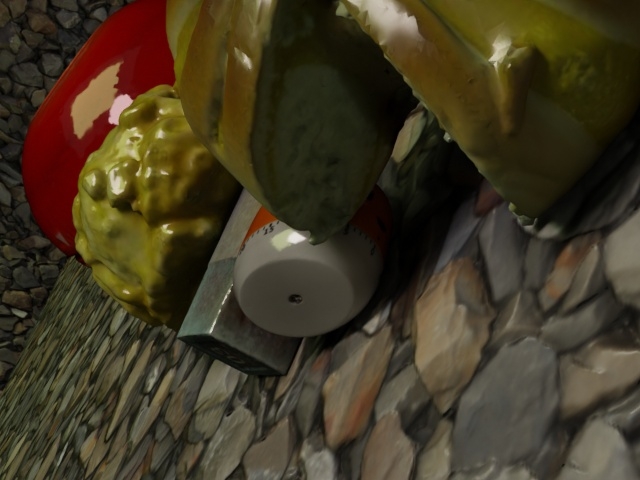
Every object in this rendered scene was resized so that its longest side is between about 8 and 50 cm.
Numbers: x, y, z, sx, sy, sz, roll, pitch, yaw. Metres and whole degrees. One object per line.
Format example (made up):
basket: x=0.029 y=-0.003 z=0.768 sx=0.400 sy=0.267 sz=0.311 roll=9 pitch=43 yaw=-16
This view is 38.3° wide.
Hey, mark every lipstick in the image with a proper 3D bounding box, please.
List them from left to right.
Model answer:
lipstick: x=-0.006 y=-0.067 z=0.800 sx=0.076 sy=0.080 sz=0.371 roll=-16 pitch=47 yaw=60

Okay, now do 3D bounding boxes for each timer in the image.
timer: x=-0.209 y=-0.133 z=1.179 sx=0.378 sy=0.279 sz=0.378 roll=-48 pitch=20 yaw=23
timer: x=0.000 y=0.000 z=0.672 sx=0.136 sy=0.099 sz=0.136 roll=-35 pitch=22 yaw=16

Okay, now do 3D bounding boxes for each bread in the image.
bread: x=0.037 y=-0.156 z=0.540 sx=0.333 sy=0.160 sz=0.332 roll=-16 pitch=64 yaw=36

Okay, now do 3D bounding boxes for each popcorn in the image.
popcorn: x=-0.131 y=-0.037 z=0.889 sx=0.233 sy=0.192 sz=0.266 roll=-59 pitch=-18 yaw=-20
